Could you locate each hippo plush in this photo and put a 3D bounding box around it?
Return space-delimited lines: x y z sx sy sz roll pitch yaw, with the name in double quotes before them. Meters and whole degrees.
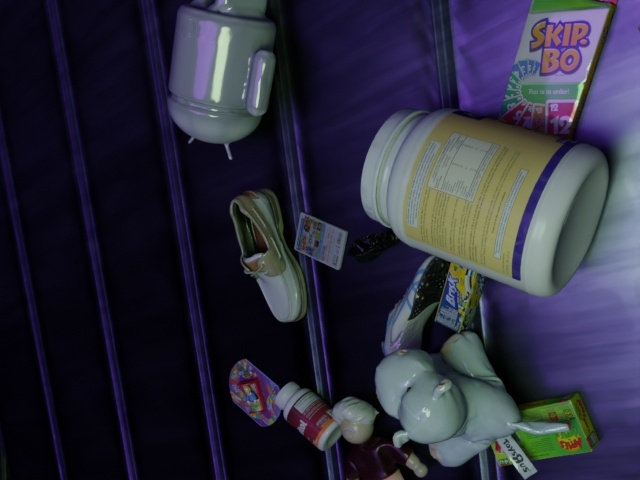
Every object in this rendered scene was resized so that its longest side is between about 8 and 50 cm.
"hippo plush" 0.203 0.303 1.244 0.294 0.236 0.234 51 123 41

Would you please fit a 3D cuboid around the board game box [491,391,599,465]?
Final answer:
"board game box" 0.384 0.335 1.277 0.181 0.043 0.092 -26 85 39

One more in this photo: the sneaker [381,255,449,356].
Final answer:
"sneaker" 0.173 0.128 1.373 0.086 0.085 0.237 41 118 46

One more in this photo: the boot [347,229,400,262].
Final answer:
"boot" 0.088 0.016 1.397 0.121 0.099 0.045 -30 80 38

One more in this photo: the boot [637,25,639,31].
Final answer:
"boot" 0.559 -0.291 0.975 0.213 0.077 0.165 -35 77 41

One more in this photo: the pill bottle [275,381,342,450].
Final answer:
"pill bottle" -0.025 0.380 1.579 0.152 0.086 0.086 35 120 28

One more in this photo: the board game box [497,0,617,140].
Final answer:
"board game box" 0.373 -0.279 1.151 0.124 0.039 0.259 25 112 31

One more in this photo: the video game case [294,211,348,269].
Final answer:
"video game case" 0.000 0.000 1.519 0.122 0.011 0.087 24 115 31

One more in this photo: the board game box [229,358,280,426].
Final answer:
"board game box" -0.168 0.370 1.723 0.168 0.033 0.133 35 119 27

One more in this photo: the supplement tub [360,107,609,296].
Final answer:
"supplement tub" 0.256 -0.074 1.156 0.331 0.241 0.241 24 114 32

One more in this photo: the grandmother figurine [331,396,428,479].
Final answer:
"grandmother figurine" 0.125 0.480 1.480 0.207 0.104 0.342 -28 85 25

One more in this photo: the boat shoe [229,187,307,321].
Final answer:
"boat shoe" -0.123 0.040 1.565 0.113 0.103 0.302 -20 88 39

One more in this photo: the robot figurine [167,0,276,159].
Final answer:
"robot figurine" -0.205 -0.351 1.475 0.300 0.199 0.354 30 117 41

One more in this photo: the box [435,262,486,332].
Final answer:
"box" 0.261 0.076 1.302 0.054 0.059 0.169 25 115 30
